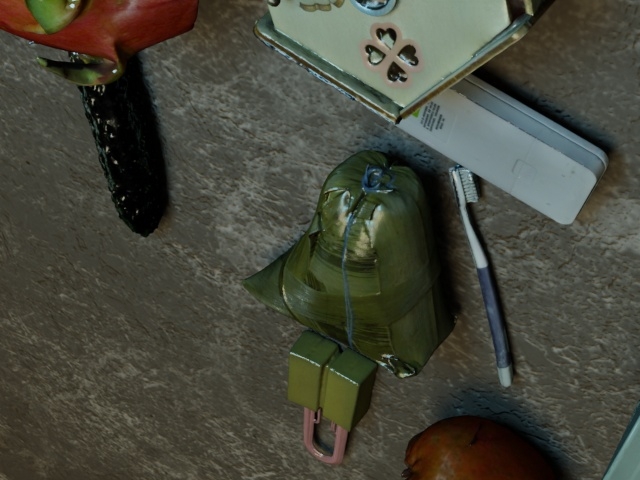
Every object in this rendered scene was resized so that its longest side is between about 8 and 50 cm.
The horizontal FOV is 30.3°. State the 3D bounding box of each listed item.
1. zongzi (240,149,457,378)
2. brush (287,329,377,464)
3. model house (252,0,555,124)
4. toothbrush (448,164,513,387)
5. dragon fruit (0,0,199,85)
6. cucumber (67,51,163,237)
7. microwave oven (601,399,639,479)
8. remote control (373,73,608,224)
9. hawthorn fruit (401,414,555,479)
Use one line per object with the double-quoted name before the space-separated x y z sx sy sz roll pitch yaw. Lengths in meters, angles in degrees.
"zongzi" 0.000 0.000 1.269 0.274 0.125 0.251 20 137 33
"brush" 0.007 0.221 1.521 0.103 0.047 0.233 26 139 18
"model house" 0.049 -0.226 0.984 0.326 0.169 0.244 6 131 34
"toothbrush" 0.175 0.043 1.242 0.026 0.024 0.288 -2 125 23
"dragon fruit" -0.257 -0.286 1.051 0.305 0.225 0.305 58 164 28
"cucumber" -0.228 -0.114 1.389 0.072 0.072 0.300 16 136 28
"microwave oven" 0.430 0.199 1.054 0.295 0.181 0.237 28 137 16
"remote control" 0.144 -0.107 1.107 0.250 0.034 0.103 31 153 12
"hawthorn fruit" 0.187 0.297 1.351 0.202 0.185 0.185 21 139 2
